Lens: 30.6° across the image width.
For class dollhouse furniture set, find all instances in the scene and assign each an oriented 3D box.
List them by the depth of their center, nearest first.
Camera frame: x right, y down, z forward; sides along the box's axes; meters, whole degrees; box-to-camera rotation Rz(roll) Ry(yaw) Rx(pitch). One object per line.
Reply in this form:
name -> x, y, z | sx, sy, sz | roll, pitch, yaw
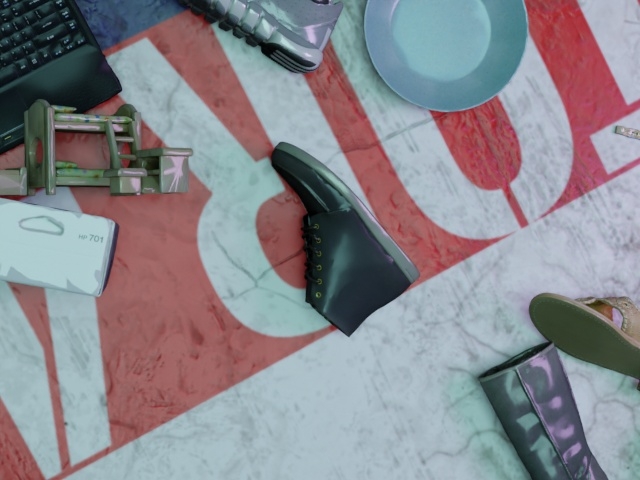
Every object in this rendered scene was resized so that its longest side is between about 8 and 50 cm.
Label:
dollhouse furniture set -> -0.249, -0.097, 1.190 | 0.182, 0.161, 0.101 | -2, 91, -39

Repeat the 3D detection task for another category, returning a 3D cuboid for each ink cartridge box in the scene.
ink cartridge box -> -0.284, 0.004, 1.204 | 0.139, 0.190, 0.082 | 11, 90, -8

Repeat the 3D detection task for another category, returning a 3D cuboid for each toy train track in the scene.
toy train track -> 0.395, -0.125, 1.404 | 0.083, 0.014, 0.048 | 12, 89, -9

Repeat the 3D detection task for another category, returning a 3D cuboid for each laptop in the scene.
laptop -> -0.359, -0.202, 1.178 | 0.234, 0.136, 0.264 | -28, 111, -4

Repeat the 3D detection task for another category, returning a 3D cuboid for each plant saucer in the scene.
plant saucer -> 0.141, -0.244, 1.348 | 0.195, 0.037, 0.195 | 0, 91, -10

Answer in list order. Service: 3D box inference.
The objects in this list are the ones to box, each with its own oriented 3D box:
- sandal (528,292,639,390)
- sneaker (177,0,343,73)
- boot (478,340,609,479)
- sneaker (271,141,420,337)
sandal -> 0.353, 0.106, 1.382 | 0.240, 0.088, 0.079 | 31, 53, -8
sneaker -> -0.074, -0.295, 1.297 | 0.228, 0.086, 0.132 | 32, 81, -19
boot -> 0.238, 0.247, 1.354 | 0.189, 0.076, 0.208 | -31, 103, -22
sneaker -> 0.000, 0.000, 1.306 | 0.118, 0.083, 0.222 | -44, 98, -6
